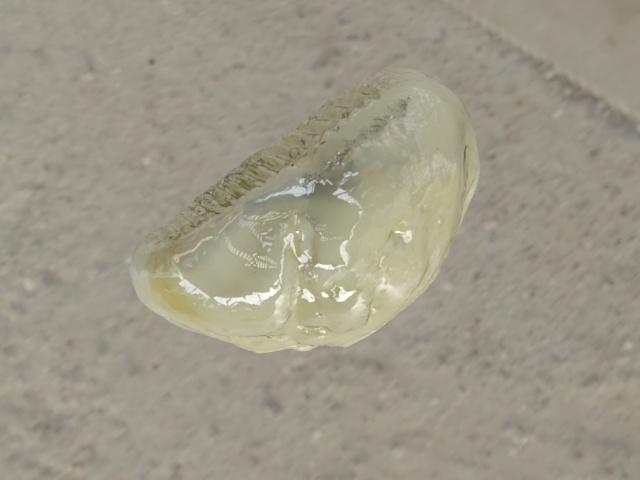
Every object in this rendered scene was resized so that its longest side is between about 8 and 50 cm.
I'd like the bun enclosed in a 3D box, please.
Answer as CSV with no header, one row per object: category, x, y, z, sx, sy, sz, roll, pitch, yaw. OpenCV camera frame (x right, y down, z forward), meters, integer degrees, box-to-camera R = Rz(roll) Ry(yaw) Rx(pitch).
bun,0.000,0.000,0.898,0.183,0.183,0.102,-30,98,31
